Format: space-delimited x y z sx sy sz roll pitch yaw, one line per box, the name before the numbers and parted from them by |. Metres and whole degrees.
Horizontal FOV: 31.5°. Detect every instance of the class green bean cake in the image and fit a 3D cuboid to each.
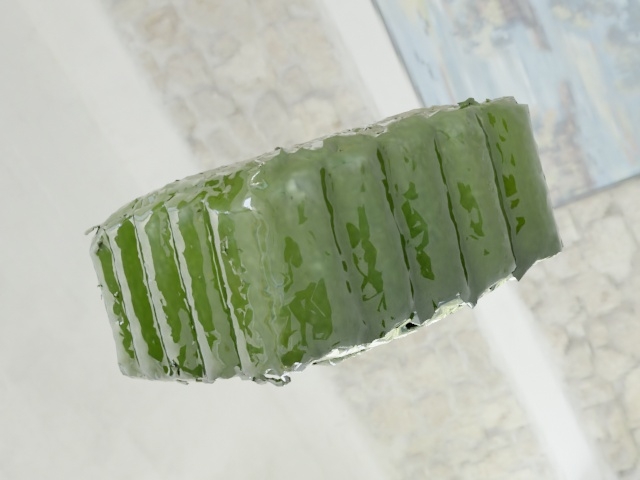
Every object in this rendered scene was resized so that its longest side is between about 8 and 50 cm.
green bean cake | 0.000 0.000 0.616 0.214 0.200 0.113 -20 -86 -36
